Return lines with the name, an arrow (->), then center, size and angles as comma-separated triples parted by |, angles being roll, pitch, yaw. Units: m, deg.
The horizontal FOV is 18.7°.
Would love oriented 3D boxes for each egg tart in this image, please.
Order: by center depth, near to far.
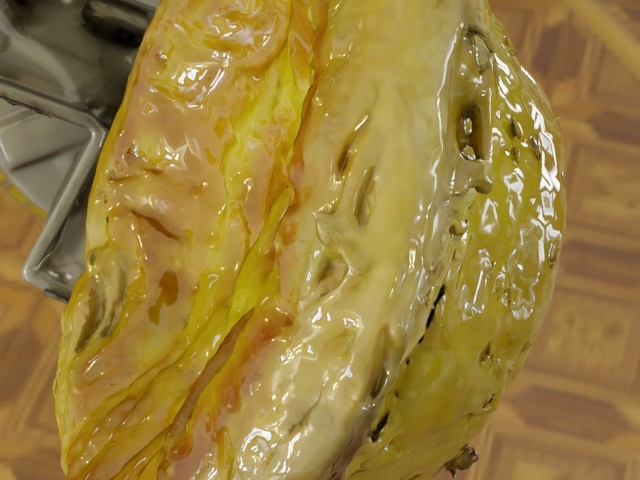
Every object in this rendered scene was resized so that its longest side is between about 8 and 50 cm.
egg tart -> 0.000, 0.000, 0.666 | 0.116, 0.295, 0.294 | 17, 42, -18

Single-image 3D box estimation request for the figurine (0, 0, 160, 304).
figurine -> -0.113, -0.067, 0.968 | 0.143, 0.308, 0.308 | -4, 46, -5
